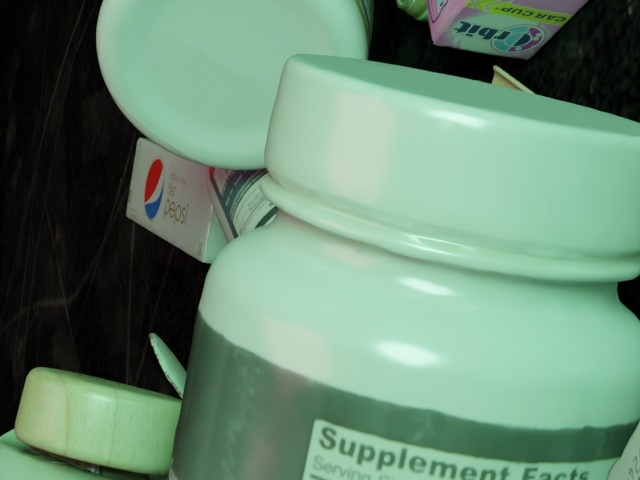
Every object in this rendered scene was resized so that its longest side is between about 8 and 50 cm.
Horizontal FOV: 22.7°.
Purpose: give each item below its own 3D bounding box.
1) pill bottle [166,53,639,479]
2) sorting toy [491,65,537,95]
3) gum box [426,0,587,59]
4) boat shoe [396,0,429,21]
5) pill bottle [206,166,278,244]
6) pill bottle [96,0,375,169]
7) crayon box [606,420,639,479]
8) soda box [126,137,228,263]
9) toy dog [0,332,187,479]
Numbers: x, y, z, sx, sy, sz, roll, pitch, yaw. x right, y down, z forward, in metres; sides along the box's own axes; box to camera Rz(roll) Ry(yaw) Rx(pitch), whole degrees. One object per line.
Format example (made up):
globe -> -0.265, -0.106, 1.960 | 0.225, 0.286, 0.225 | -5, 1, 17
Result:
pill bottle -> 0.033, 0.110, 0.719 | 0.204, 0.204, 0.361 | -146, 66, -65
sorting toy -> 0.097, -0.062, 0.866 | 0.083, 0.012, 0.062 | -130, 46, -56
gum box -> 0.099, -0.205, 0.838 | 0.107, 0.062, 0.188 | 134, 137, -55
boat shoe -> 0.052, -0.225, 0.946 | 0.068, 0.072, 0.190 | 163, 112, -65
pill bottle -> 0.000, 0.000, 0.957 | 0.180, 0.108, 0.108 | -115, 38, -52
pill bottle -> -0.038, -0.173, 0.978 | 0.264, 0.153, 0.153 | -81, 12, -54
crayon box -> 0.177, 0.157, 0.446 | 0.203, 0.083, 0.323 | 103, 165, -51
soda box -> -0.082, -0.030, 1.206 | 0.216, 0.074, 0.069 | -157, 75, -67
toy dog -> -0.115, 0.152, 0.879 | 0.220, 0.161, 0.333 | -65, -25, -20
